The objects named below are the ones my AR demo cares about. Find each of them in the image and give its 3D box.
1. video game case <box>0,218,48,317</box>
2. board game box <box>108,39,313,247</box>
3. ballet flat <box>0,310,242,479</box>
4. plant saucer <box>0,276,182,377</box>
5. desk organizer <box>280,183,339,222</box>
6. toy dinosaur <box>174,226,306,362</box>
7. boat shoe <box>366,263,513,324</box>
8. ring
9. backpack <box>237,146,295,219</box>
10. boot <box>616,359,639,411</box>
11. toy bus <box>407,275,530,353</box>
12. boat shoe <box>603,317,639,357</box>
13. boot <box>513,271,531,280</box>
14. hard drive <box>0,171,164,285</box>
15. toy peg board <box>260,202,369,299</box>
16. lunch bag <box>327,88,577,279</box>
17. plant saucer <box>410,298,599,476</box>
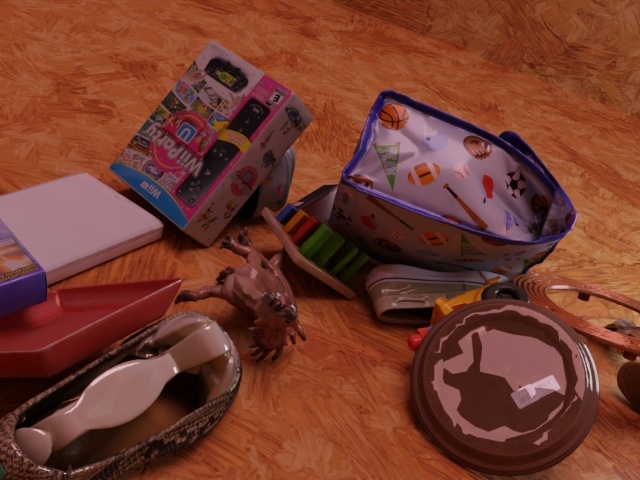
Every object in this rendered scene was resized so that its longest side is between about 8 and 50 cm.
[{"bbox_3d":[-0.549,0.041,1.238,0.269,0.061,0.244,-21,44,-34],"label":"video game case"},{"bbox_3d":[-0.197,-0.175,1.633,0.224,0.303,0.097,37,-2,30],"label":"board game box"},{"bbox_3d":[-0.211,0.184,1.113,0.164,0.182,0.483,50,35,8],"label":"ballet flat"},{"bbox_3d":[-0.345,0.117,1.183,0.259,0.047,0.258,-7,13,34],"label":"plant saucer"},{"bbox_3d":[-0.012,-0.062,1.800,0.047,0.050,0.130,1,26,47],"label":"desk organizer"},{"bbox_3d":[-0.086,0.092,1.431,0.200,0.127,0.296,36,15,9],"label":"toy dinosaur"},{"bbox_3d":[0.222,0.113,1.613,0.302,0.109,0.094,6,55,-16],"label":"boat shoe"},{"bbox_3d":[0.489,0.135,1.566,0.336,0.032,0.336,14,15,-4],"label":"ring"},{"bbox_3d":[-0.129,-0.137,1.742,0.144,0.166,0.188,-10,43,-32],"label":"backpack"},{"bbox_3d":[0.661,0.259,1.608,0.262,0.095,0.203,22,24,19],"label":"boot"},{"bbox_3d":[0.255,0.183,1.459,0.211,0.149,0.220,-11,42,-23],"label":"toy bus"},{"bbox_3d":[0.566,0.187,1.683,0.059,0.063,0.170,-16,6,1],"label":"boat shoe"},{"bbox_3d":[0.371,0.072,1.818,0.087,0.042,0.118,30,29,32],"label":"boot"},{"bbox_3d":[-0.433,-0.021,1.488,0.203,0.040,0.307,31,30,21],"label":"hard drive"},{"bbox_3d":[0.000,0.000,1.601,0.161,0.079,0.160,35,13,-42],"label":"toy peg board"},{"bbox_3d":[0.231,-0.064,1.628,0.385,0.328,0.239,23,73,4],"label":"lunch bag"},{"bbox_3d":[0.271,0.206,1.349,0.278,0.041,0.278,-3,61,5],"label":"plant saucer"}]
